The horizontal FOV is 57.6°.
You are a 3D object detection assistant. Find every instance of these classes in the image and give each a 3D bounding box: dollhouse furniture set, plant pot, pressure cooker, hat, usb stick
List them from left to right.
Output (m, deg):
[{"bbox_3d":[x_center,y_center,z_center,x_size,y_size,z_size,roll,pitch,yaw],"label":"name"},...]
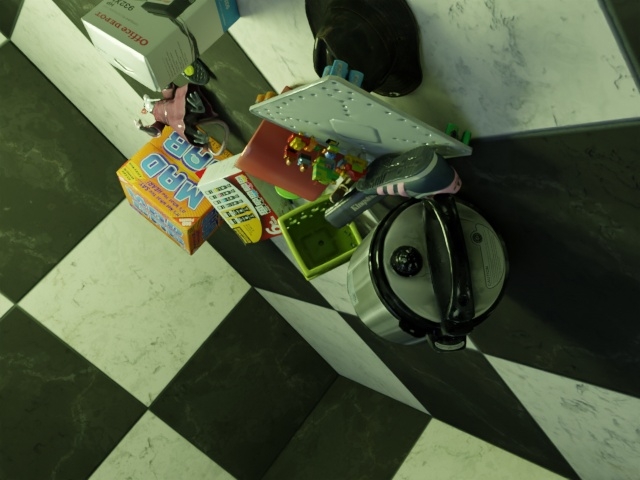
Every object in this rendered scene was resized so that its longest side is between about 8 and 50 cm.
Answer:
[{"bbox_3d":[-0.070,-0.251,1.629,0.243,0.275,0.275,34,162,-11],"label":"plant pot"},{"bbox_3d":[0.000,0.000,2.007,0.227,0.228,0.207,62,172,13],"label":"plant pot"},{"bbox_3d":[0.056,-0.401,1.231,0.331,0.134,0.331,35,161,14],"label":"hat"},{"bbox_3d":[0.101,-0.145,1.720,0.144,0.123,0.151,44,160,-13],"label":"dollhouse furniture set"},{"bbox_3d":[0.119,-0.121,1.673,0.077,0.045,0.278,44,130,-14],"label":"usb stick"},{"bbox_3d":[0.279,0.084,1.525,0.370,0.375,0.420,42,161,4],"label":"pressure cooker"}]

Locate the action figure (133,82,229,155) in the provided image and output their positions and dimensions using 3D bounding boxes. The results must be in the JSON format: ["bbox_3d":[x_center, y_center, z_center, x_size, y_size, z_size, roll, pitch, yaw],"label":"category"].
[{"bbox_3d":[-0.520,-0.475,2.119,0.370,0.248,0.276,18,178,44],"label":"action figure"}]

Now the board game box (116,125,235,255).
[{"bbox_3d":[-0.553,-0.221,2.397,0.356,0.356,0.356,39,161,4],"label":"board game box"}]

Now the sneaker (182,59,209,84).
[{"bbox_3d":[-0.444,-0.575,1.885,0.209,0.069,0.082,32,-166,-2],"label":"sneaker"}]

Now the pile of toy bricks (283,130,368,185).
[{"bbox_3d":[0.005,-0.183,1.460,0.212,0.105,0.118,17,151,-23],"label":"pile of toy bricks"}]

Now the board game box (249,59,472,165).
[{"bbox_3d":[0.086,-0.273,1.344,0.390,0.050,0.390,19,172,-30],"label":"board game box"}]

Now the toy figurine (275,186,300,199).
[{"bbox_3d":[-0.068,-0.228,1.897,0.173,0.130,0.159,13,145,9],"label":"toy figurine"}]

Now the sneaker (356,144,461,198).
[{"bbox_3d":[0.204,-0.138,1.408,0.131,0.112,0.319,33,168,-22],"label":"sneaker"}]

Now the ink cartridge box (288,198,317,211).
[{"bbox_3d":[-0.096,-0.192,2.092,0.206,0.045,0.208,33,161,20],"label":"ink cartridge box"}]

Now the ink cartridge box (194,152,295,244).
[{"bbox_3d":[-0.288,-0.141,2.117,0.272,0.130,0.309,-16,129,28],"label":"ink cartridge box"}]

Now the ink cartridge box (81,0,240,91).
[{"bbox_3d":[-0.389,-0.551,1.447,0.223,0.307,0.129,33,160,17],"label":"ink cartridge box"}]
